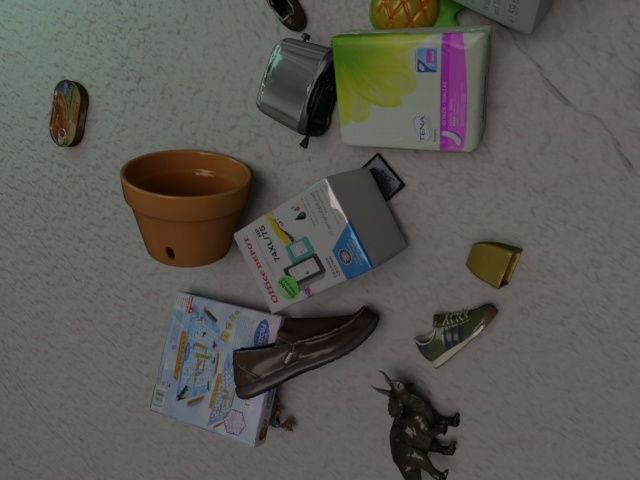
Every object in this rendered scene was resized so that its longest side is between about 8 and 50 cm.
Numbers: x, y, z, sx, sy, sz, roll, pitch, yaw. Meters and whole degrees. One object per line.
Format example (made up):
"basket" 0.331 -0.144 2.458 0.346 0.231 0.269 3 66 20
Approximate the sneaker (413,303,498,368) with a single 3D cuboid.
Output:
"sneaker" 0.278 0.185 1.101 0.086 0.064 0.192 43 115 7

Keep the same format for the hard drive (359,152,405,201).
"hard drive" 0.109 -0.115 1.157 0.135 0.022 0.094 -42 80 23

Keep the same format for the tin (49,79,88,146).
"tin" -0.719 -0.361 1.480 0.106 0.040 0.190 24 106 23

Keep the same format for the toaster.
"toaster" -0.043 -0.331 1.139 0.146 0.129 0.227 30 110 21

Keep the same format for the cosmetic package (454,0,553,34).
"cosmetic package" 0.264 -0.612 0.816 0.393 0.329 0.327 34 95 16

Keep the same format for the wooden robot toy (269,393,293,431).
"wooden robot toy" -0.137 0.431 1.334 0.173 0.076 0.079 11 67 22

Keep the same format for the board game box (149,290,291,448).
"board game box" -0.257 0.314 1.312 0.317 0.066 0.319 11 86 22

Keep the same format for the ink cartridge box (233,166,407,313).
"ink cartridge box" 0.000 0.000 1.108 0.270 0.197 0.198 -28 87 32

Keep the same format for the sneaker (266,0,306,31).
"sneaker" -0.097 -0.557 1.158 0.066 0.071 0.188 -37 83 24

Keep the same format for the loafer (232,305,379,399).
"loafer" -0.043 0.228 1.164 0.365 0.134 0.130 -26 83 -1

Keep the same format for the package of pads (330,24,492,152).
"package of pads" 0.176 -0.294 1.025 0.296 0.101 0.229 9 124 23

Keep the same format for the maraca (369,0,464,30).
"maraca" 0.189 -0.458 1.033 0.185 0.099 0.127 13 104 10

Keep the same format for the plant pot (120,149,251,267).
"plant pot" -0.311 -0.071 1.226 0.290 0.291 0.204 17 120 21

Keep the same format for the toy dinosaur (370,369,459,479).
"toy dinosaur" 0.214 0.440 1.158 0.160 0.121 0.314 6 105 35

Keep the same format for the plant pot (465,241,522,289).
"plant pot" 0.345 0.041 1.048 0.083 0.081 0.081 26 107 31
